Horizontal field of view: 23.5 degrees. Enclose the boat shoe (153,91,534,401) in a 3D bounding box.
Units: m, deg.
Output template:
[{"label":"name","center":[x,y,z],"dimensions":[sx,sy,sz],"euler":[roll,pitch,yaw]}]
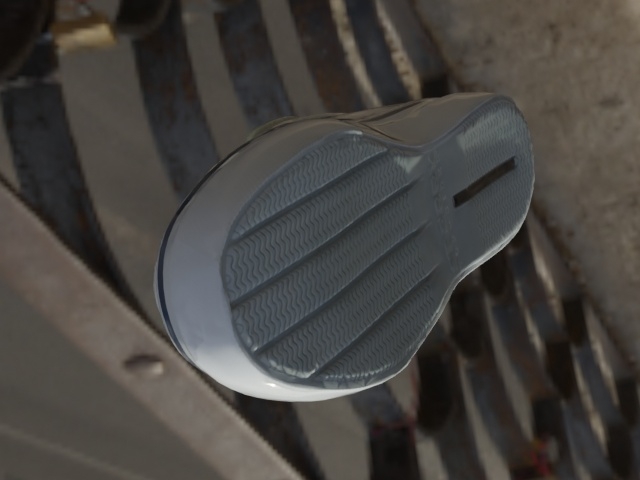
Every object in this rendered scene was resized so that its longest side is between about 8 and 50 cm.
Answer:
[{"label":"boat shoe","center":[0.000,0.000,0.506],"dimensions":[0.076,0.083,0.226],"euler":[-4,-173,29]}]
